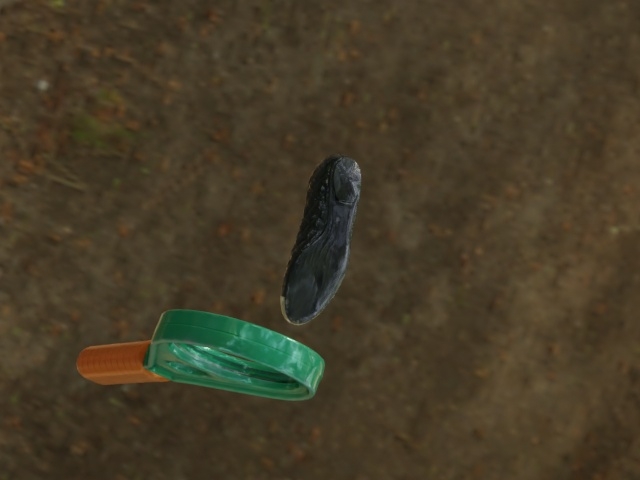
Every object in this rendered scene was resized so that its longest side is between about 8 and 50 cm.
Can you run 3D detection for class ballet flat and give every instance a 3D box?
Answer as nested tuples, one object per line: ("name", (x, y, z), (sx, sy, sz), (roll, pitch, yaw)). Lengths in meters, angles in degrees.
("ballet flat", (0.000, 0.000, 1.806), (0.057, 0.049, 0.173), (23, 76, -23))

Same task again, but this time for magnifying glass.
("magnifying glass", (-0.079, 0.068, 1.070), (0.092, 0.231, 0.026), (26, 74, -27))
